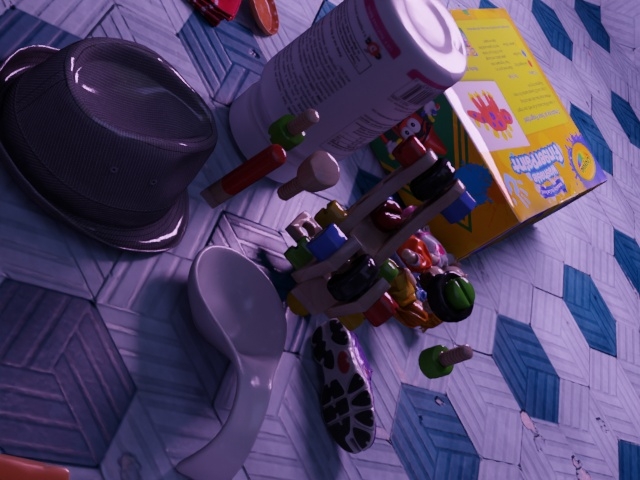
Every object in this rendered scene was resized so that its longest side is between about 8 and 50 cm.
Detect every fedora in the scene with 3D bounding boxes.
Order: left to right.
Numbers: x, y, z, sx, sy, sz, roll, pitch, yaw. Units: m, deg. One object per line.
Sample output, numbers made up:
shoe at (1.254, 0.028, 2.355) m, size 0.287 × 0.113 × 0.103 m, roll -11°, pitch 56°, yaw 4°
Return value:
fedora at (-0.205, -0.119, 1.117) m, size 0.275 × 0.124 × 0.243 m, roll 25°, pitch 45°, yaw -41°

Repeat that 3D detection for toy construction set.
toy construction set at (0.000, 0.000, 1.218) m, size 0.309 × 0.237 × 0.257 m, roll 31°, pitch 54°, yaw -27°

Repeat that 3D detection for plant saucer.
plant saucer at (-0.084, -0.338, 1.553) m, size 0.083 × 0.013 × 0.083 m, roll -13°, pitch 90°, yaw -69°

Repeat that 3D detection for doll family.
doll family at (0.115, 0.045, 1.446) m, size 0.163 × 0.118 × 0.263 m, roll 56°, pitch 13°, yaw 10°

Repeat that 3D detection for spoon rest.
spoon rest at (-0.089, 0.117, 1.110) m, size 0.137 × 0.084 × 0.276 m, roll 35°, pitch 39°, yaw -32°

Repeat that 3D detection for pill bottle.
pill bottle at (0.028, -0.196, 1.332) m, size 0.160 × 0.283 × 0.160 m, roll 33°, pitch 40°, yaw -33°

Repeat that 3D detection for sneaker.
sneaker at (0.042, 0.170, 1.260) m, size 0.071 × 0.068 × 0.169 m, roll 30°, pitch 40°, yaw -45°

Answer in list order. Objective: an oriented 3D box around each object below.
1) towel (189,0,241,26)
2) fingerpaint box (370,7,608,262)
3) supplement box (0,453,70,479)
towel at (-0.205, -0.437, 1.480) m, size 0.275 × 0.031 × 0.199 m, roll 43°, pitch 34°, yaw -21°
fingerpaint box at (0.254, -0.185, 1.757) m, size 0.445 × 0.163 × 0.371 m, roll -22°, pitch 80°, yaw -57°
supplement box at (-0.256, 0.205, 0.667) m, size 0.078 × 0.233 × 0.080 m, roll 24°, pitch 49°, yaw -42°
